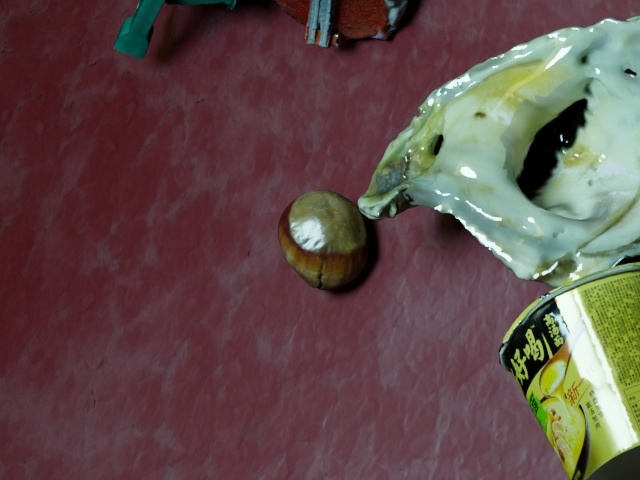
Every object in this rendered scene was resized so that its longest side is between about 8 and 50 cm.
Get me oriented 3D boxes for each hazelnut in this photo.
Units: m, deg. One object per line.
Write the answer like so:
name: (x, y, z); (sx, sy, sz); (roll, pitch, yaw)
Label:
hazelnut: (0.000, 0.000, 1.626); (0.086, 0.086, 0.086); (-26, 53, 39)

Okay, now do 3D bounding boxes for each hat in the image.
hat: (0.034, -0.286, 1.713); (0.129, 0.140, 0.227); (8, 62, 23)

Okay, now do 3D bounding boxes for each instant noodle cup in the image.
instant noodle cup: (0.208, 0.101, 1.287); (0.151, 0.151, 0.122); (-38, 58, 30)

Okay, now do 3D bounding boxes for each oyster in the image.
oyster: (0.179, -0.060, 1.431); (0.275, 0.100, 0.271); (-45, 43, 5)

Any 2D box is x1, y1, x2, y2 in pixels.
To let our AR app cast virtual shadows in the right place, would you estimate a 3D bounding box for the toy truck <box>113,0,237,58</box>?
toy truck: (-0.117, -0.304, 1.780); (0.363, 0.177, 0.178); (142, 146, -68)
